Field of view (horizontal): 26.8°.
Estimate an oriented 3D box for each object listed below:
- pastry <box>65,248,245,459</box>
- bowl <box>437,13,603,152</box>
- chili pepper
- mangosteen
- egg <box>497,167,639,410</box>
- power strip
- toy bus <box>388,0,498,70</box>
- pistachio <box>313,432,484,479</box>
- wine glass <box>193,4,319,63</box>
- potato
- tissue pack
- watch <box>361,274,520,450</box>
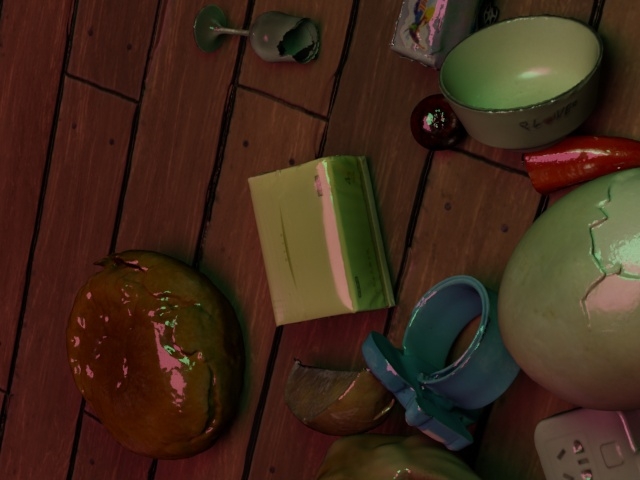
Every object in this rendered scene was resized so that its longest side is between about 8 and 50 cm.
[{"bbox_3d":[-0.274,0.188,2.182,0.356,0.164,0.355,6,101,34],"label":"pastry"},{"bbox_3d":[0.265,-0.190,1.735,0.211,0.211,0.112,16,143,34],"label":"bowl"},{"bbox_3d":[0.356,-0.102,1.744,0.169,0.088,0.064,-6,55,28],"label":"chili pepper"},{"bbox_3d":[0.165,-0.163,1.873,0.081,0.081,0.080,5,98,36],"label":"mangosteen"},{"bbox_3d":[0.380,0.051,1.599,0.336,0.278,0.278,-47,68,43],"label":"egg"},{"bbox_3d":[0.426,0.305,1.716,0.261,0.141,0.229,-28,77,50],"label":"power strip"},{"bbox_3d":[0.188,-0.385,1.788,0.112,0.138,0.316,24,111,31],"label":"toy bus"},{"bbox_3d":[0.151,0.450,1.824,0.445,0.281,0.365,48,153,19],"label":"pistachio"},{"bbox_3d":[-0.097,-0.313,2.045,0.196,0.079,0.079,13,102,36],"label":"wine glass"},{"bbox_3d":[0.026,0.247,1.945,0.100,0.120,0.261,-56,17,-16],"label":"potato"},{"bbox_3d":[0.000,0.000,1.977,0.159,0.125,0.234,-12,87,37],"label":"tissue pack"},{"bbox_3d":[0.188,0.155,1.818,0.193,0.211,0.211,-49,66,14],"label":"watch"}]
